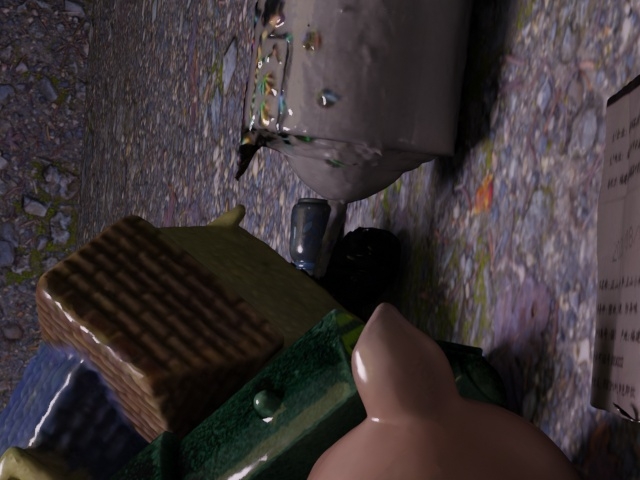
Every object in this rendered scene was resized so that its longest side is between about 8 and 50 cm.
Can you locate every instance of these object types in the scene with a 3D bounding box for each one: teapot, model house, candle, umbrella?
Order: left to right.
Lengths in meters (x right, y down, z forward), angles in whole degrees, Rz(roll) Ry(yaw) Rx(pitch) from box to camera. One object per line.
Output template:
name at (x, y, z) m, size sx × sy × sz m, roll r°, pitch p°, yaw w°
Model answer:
model house at (-0.123, 0.154, 1.299) m, size 0.261 × 0.266 × 0.321 m, roll 37°, pitch 103°, yaw 23°
teapot at (0.001, 0.000, 1.574) m, size 0.049 × 0.064 × 0.083 m, roll 20°, pitch -107°, yaw -74°
umbrella at (0.009, 0.049, 1.464) m, size 0.248 × 0.071 × 0.070 m, roll 136°, pitch 139°, yaw -64°
candle at (0.029, -0.128, 1.278) m, size 0.187 × 0.187 × 0.330 m, roll -160°, pitch 77°, yaw -74°

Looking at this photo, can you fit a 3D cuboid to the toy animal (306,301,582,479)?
toy animal at (0.028, 0.208, 0.906) m, size 0.237 × 0.326 × 0.269 m, roll 45°, pitch 106°, yaw 23°

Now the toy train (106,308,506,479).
toy train at (-0.019, 0.181, 1.134) m, size 0.330 × 0.178 × 0.138 m, roll -42°, pitch 37°, yaw 22°

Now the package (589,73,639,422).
package at (0.191, 0.000, 0.872) m, size 0.251 × 0.062 × 0.203 m, roll 169°, pitch 110°, yaw -77°
